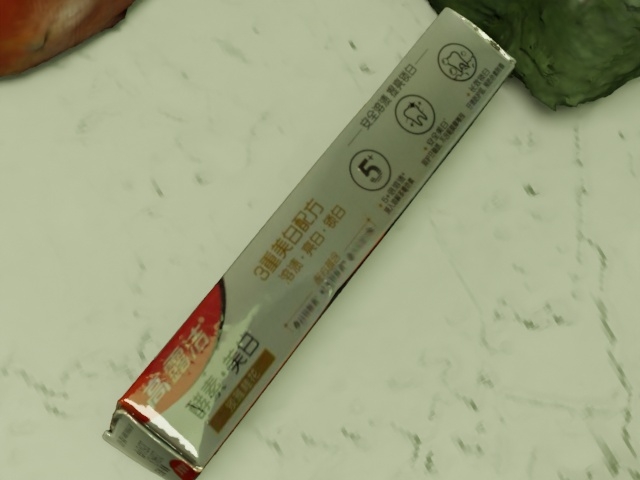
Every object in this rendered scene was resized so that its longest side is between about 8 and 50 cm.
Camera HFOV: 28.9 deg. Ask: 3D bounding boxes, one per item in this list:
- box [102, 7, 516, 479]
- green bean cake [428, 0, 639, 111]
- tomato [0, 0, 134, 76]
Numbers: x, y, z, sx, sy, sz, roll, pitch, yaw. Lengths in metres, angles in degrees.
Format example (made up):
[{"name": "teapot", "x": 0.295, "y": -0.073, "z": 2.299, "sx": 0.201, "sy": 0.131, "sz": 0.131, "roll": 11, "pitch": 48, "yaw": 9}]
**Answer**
[{"name": "box", "x": 0.000, "y": 0.000, "z": 0.490, "sx": 0.039, "sy": 0.055, "sz": 0.218, "roll": 38, "pitch": 66, "yaw": 1}, {"name": "green bean cake", "x": 0.114, "y": -0.194, "z": 0.555, "sx": 0.222, "sy": 0.125, "sz": 0.227, "roll": -37, "pitch": 80, "yaw": -24}, {"name": "tomato", "x": -0.177, "y": -0.213, "z": 0.448, "sx": 0.309, "sy": 0.170, "sz": 0.309, "roll": 5, "pitch": 70, "yaw": -13}]
